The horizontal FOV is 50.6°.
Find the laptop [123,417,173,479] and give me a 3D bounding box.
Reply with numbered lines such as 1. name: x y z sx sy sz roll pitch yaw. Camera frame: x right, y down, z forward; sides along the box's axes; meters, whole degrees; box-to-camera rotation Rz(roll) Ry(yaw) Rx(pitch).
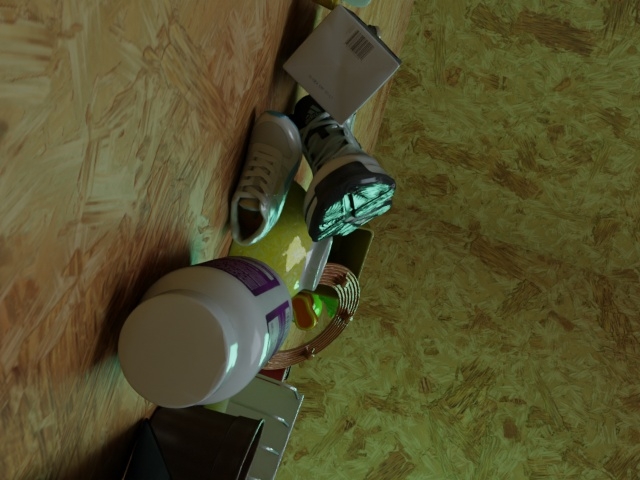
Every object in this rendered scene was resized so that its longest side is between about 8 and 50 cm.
1. laptop: -0.337 0.425 0.782 0.408 0.236 0.382 25 83 -56

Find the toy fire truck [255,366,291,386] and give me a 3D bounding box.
1. toy fire truck: -0.173 0.398 1.750 0.246 0.158 0.217 -165 -85 -85

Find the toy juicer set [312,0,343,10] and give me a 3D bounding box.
1. toy juicer set: 0.063 -0.535 1.068 0.209 0.089 0.329 -57 165 -67

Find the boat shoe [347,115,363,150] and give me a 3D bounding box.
1. boat shoe: 0.075 -0.265 1.998 0.113 0.103 0.302 -63 170 -55

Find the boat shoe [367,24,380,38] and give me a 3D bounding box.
1. boat shoe: 0.086 -0.468 1.748 0.206 0.065 0.075 -61 -141 45

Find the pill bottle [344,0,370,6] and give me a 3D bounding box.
1. pill bottle: 0.093 -0.543 1.337 0.087 0.087 0.160 96 14 -66

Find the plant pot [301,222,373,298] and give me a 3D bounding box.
1. plant pot: 0.000 0.000 1.737 0.187 0.212 0.212 -93 -163 -61

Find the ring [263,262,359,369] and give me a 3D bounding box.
1. ring: -0.043 0.194 1.635 0.336 0.032 0.336 -22 138 -21

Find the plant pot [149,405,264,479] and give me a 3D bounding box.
1. plant pot: -0.197 0.343 1.095 0.167 0.165 0.167 18 90 -84

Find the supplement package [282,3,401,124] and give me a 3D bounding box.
1. supplement package: 0.046 -0.304 1.164 0.134 0.139 0.244 -44 -173 17

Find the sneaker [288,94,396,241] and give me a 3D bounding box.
1. sneaker: 0.002 -0.146 1.205 0.169 0.257 0.447 -31 175 5

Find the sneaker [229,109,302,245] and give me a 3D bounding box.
1. sneaker: -0.090 -0.094 1.080 0.092 0.087 0.229 -58 164 -58

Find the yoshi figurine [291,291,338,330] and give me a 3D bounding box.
1. yoshi figurine: -0.059 0.186 1.886 0.203 0.203 0.362 -56 -179 15

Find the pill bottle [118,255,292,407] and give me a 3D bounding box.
1. pill bottle: -0.140 0.111 0.867 0.301 0.169 0.169 -16 125 -82

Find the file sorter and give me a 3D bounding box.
1. file sorter: -0.176 0.417 1.425 0.173 0.193 0.278 85 25 -71

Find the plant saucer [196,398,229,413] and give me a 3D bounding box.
1. plant saucer: -0.193 0.273 1.253 0.188 0.045 0.188 -108 -146 -72

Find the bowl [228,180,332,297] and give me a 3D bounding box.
1. bowl: -0.067 0.020 1.324 0.289 0.156 0.289 19 90 -84
